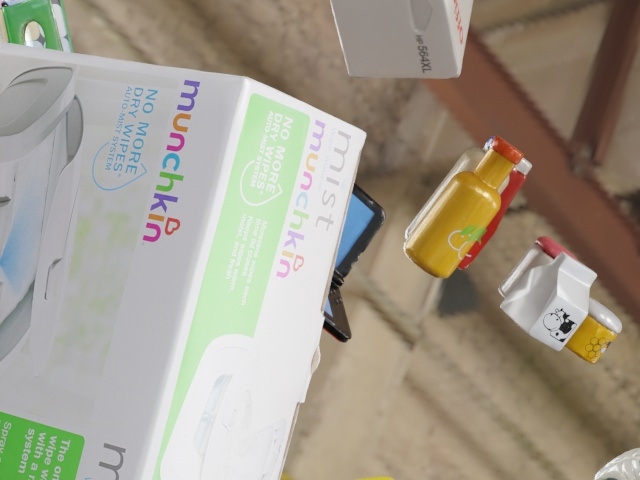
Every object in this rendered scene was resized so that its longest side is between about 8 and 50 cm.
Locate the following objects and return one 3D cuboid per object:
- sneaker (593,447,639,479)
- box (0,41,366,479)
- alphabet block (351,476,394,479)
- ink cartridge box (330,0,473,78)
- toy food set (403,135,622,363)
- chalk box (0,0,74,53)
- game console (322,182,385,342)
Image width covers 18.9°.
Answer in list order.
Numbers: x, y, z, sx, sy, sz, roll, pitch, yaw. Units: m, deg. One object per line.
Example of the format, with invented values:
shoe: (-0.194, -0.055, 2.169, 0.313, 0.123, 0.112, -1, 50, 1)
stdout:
sneaker: (0.381, 0.305, 1.914, 0.275, 0.107, 0.110, 42, -46, -11)
box: (-0.124, 0.036, 1.068, 0.231, 0.262, 0.127, 12, -5, 36)
alphabet block: (0.004, 0.350, 1.782, 0.192, 0.197, 0.193, -7, 14, -11)
ink cartridge box: (0.062, -0.235, 1.359, 0.086, 0.203, 0.148, 1, -39, 15)
toy food set: (0.151, -0.002, 1.414, 0.232, 0.104, 0.111, 29, 11, -39)
chalk box: (-0.301, -0.156, 1.671, 0.132, 0.132, 0.213, -12, 0, -44)
game console: (0.000, 0.000, 1.735, 0.085, 0.124, 0.144, -36, -51, 18)
